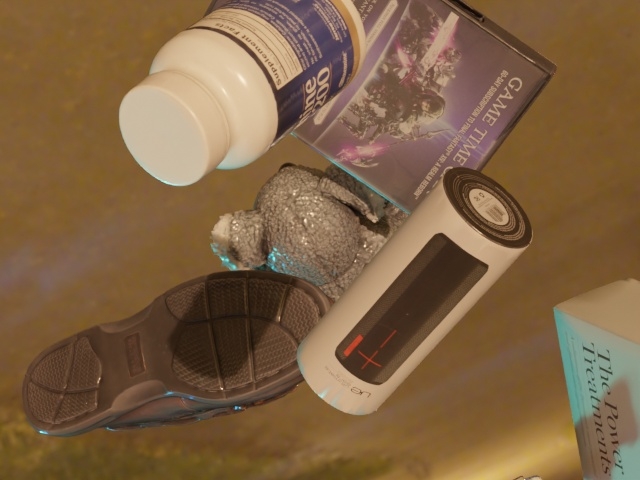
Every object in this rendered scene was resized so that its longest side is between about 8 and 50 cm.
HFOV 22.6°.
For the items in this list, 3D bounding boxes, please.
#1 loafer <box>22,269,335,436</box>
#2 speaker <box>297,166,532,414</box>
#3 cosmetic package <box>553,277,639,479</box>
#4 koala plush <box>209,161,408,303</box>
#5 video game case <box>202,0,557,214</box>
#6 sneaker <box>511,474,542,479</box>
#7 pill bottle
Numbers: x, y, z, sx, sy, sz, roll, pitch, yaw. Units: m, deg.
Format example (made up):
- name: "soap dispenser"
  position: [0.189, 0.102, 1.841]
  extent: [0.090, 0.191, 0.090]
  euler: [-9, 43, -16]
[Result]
- name: "loafer"
  position: [-0.103, 0.098, 1.312]
  extent: [0.302, 0.109, 0.095]
  euler: [-17, 157, 27]
- name: "speaker"
  position: [0.045, 0.028, 0.808]
  extent: [0.055, 0.055, 0.136]
  euler: [-6, 144, -49]
- name: "cosmetic package"
  position: [0.343, 0.246, 1.395]
  extent: [0.097, 0.377, 0.284]
  euler: [-20, -162, -22]
- name: "koala plush"
  position: [0.000, 0.000, 1.577]
  extent: [0.196, 0.203, 0.221]
  euler: [-20, 153, 5]
- name: "video game case"
  position: [0.036, -0.152, 1.366]
  extent: [0.196, 0.274, 0.026]
  euler: [-55, -178, 37]
- name: "sneaker"
  position: [0.190, 0.259, 1.523]
  extent: [0.052, 0.058, 0.135]
  euler: [-27, 166, 14]
- name: "pill bottle"
  position: [-0.036, -0.074, 0.734]
  extent: [0.120, 0.067, 0.067]
  euler: [-42, -178, -43]
